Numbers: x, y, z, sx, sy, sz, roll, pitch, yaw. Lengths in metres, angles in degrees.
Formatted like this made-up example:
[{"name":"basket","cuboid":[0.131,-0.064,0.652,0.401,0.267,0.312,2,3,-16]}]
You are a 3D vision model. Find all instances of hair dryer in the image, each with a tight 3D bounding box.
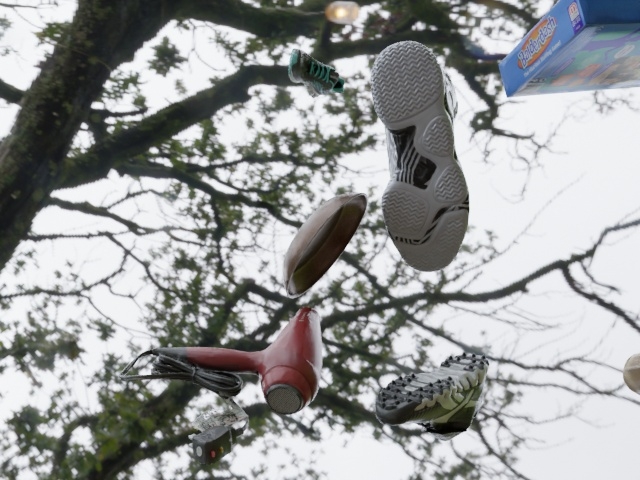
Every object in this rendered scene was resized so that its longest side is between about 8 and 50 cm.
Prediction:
[{"name":"hair dryer","cuboid":[-0.103,0.161,1.012,0.294,0.224,0.080,-20,-46,-37]}]

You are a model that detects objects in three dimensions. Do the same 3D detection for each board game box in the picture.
[{"name":"board game box","cuboid":[0.323,-0.213,0.791,0.210,0.160,0.047,-7,-103,-16]}]

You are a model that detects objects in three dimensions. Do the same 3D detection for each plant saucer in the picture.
[{"name":"plant saucer","cuboid":[0.000,0.000,1.142,0.198,0.036,0.198,-48,-17,-20]}]

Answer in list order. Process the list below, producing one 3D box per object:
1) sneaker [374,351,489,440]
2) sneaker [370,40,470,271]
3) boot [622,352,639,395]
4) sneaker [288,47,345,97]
[{"name":"sneaker","cuboid":[0.158,0.227,0.997,0.234,0.078,0.106,-9,-80,-49]},{"name":"sneaker","cuboid":[0.174,-0.144,1.217,0.210,0.138,0.365,-49,-49,-68]},{"name":"boot","cuboid":[0.497,0.160,0.807,0.269,0.236,0.089,89,-156,-74]},{"name":"sneaker","cuboid":[-0.004,-0.314,1.385,0.166,0.076,0.064,15,-98,-67]}]
